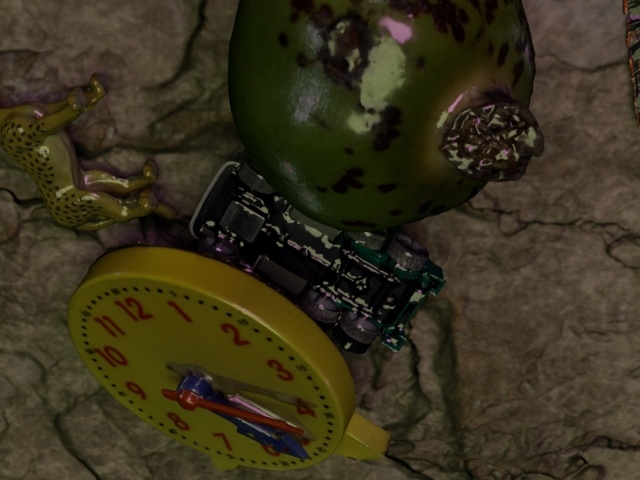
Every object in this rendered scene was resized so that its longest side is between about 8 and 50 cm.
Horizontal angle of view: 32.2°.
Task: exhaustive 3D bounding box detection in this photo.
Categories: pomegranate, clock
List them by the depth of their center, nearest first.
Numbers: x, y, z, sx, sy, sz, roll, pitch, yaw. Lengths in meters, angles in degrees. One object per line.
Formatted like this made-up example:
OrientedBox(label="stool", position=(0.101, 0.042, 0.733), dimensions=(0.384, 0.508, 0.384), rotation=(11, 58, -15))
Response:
OrientedBox(label="pomegranate", position=(0.054, -0.124, 0.833), dimensions=(0.254, 0.270, 0.254), rotation=(-20, 126, -29))
OrientedBox(label="clock", position=(-0.104, 0.126, 1.008), dimensions=(0.277, 0.071, 0.293), rotation=(-22, 120, 45))

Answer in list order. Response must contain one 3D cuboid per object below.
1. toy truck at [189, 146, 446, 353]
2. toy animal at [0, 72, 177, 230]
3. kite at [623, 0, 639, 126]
OrientedBox(label="toy truck", position=(0.000, 0.000, 0.985), dimensions=(0.216, 0.116, 0.110), rotation=(30, 113, -3))
OrientedBox(label="toy animal", position=(-0.226, -0.066, 0.994), dimensions=(0.136, 0.073, 0.181), rotation=(-17, 127, 20))
OrientedBox(label="kite", position=(0.303, -0.252, 0.894), dimensions=(0.233, 0.016, 0.321), rotation=(-10, 116, 8))
